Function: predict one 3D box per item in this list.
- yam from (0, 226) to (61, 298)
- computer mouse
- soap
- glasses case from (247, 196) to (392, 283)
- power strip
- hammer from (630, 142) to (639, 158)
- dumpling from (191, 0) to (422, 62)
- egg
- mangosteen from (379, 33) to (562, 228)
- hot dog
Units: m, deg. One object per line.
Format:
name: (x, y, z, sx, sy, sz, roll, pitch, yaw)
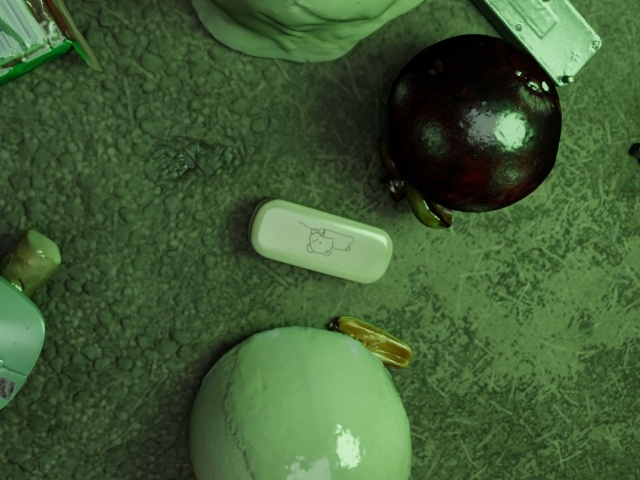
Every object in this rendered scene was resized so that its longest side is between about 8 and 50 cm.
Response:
yam: (-0.428, 0.113, 0.852, 0.066, 0.066, 0.300, 37, 93, -16)
computer mouse: (-0.460, 0.079, 0.779, 0.288, 0.097, 0.159, 32, 89, 7)
soap: (-0.422, -0.229, 0.765, 0.273, 0.098, 0.218, -29, 105, -5)
glasses case: (0.000, 0.000, 0.925, 0.196, 0.050, 0.083, 14, 96, -14)
power strip: (0.300, -0.329, 0.916, 0.215, 0.061, 0.145, 41, 92, -17)
hammer: (0.545, -0.190, 1.016, 0.078, 0.021, 0.201, 33, 94, -16)
dumpling: (-0.021, -0.286, 0.776, 0.318, 0.187, 0.243, 13, 141, 6)
egg: (-0.016, 0.298, 0.896, 0.337, 0.201, 0.337, -3, 109, -10)
mangosteen: (0.172, -0.129, 0.868, 0.228, 0.228, 0.265, 32, 134, -16)
hot dog: (0.071, 0.148, 0.980, 0.133, 0.041, 0.056, 24, 95, -8)
